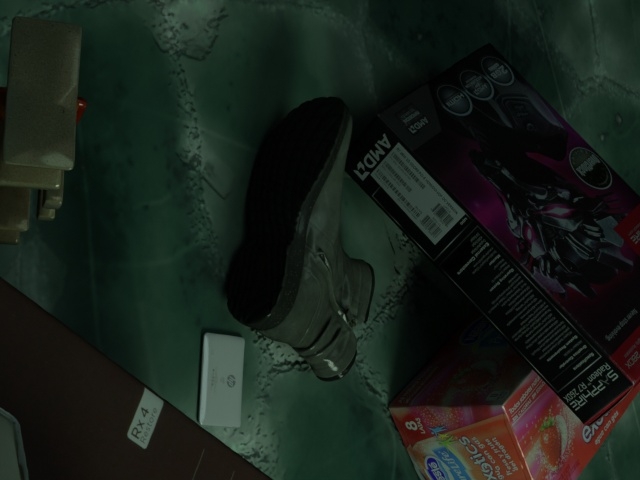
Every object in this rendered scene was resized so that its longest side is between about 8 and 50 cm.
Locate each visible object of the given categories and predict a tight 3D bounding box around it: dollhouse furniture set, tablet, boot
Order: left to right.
[{"bbox_3d":[-0.285,-0.094,0.942,0.259,0.262,0.135,5,78,-18],"label":"dollhouse furniture set"},{"bbox_3d":[-0.089,0.127,1.318,0.054,0.006,0.083,13,77,-49],"label":"tablet"},{"bbox_3d":[0.000,0.000,1.395,0.161,0.083,0.246,37,65,-49],"label":"boot"}]

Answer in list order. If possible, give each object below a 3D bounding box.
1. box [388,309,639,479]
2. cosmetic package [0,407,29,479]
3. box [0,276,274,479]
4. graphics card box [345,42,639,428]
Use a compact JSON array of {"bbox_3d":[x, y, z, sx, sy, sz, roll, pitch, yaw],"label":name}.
[{"bbox_3d":[0.228,0.154,1.577,0.300,0.154,0.142,-41,115,-42],"label":"box"},{"bbox_3d":[-0.319,0.195,0.815,0.153,0.296,0.129,41,14,-37],"label":"cosmetic package"},{"bbox_3d":[-0.215,0.176,1.067,0.381,0.143,0.191,42,57,-37],"label":"box"},{"bbox_3d":[0.222,-0.016,1.497,0.371,0.094,0.233,47,45,8],"label":"graphics card box"}]
